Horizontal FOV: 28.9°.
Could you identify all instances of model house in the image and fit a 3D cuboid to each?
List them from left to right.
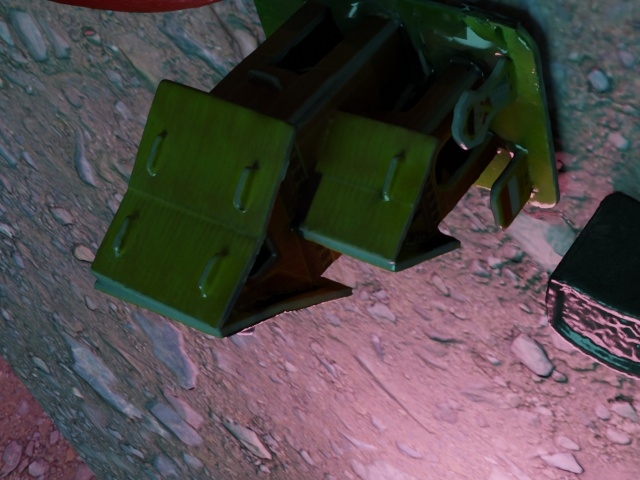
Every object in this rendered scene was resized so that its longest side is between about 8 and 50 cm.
[{"bbox_3d":[0.000,0.000,1.077,0.300,0.323,0.340,22,146,35],"label":"model house"}]

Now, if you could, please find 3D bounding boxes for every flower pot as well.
[{"bbox_3d":[0.304,0.058,1.006,0.229,0.108,0.103,23,148,33],"label":"flower pot"}]

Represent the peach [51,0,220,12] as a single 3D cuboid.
[{"bbox_3d":[-0.123,-0.309,0.762,0.370,0.370,0.370,31,150,20],"label":"peach"}]
